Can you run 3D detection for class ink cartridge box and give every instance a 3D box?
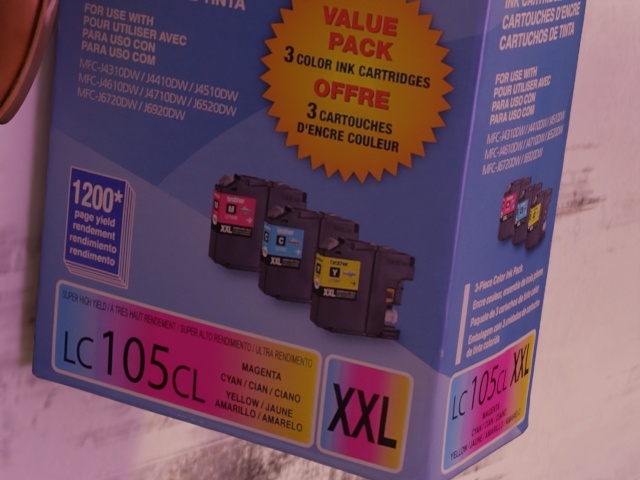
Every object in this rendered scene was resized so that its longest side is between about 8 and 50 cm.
[{"bbox_3d":[-0.005,-0.091,1.004,0.151,0.270,0.395,-19,119,-61],"label":"ink cartridge box"}]

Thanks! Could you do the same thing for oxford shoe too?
[{"bbox_3d":[-0.171,-0.165,0.917,0.076,0.076,0.212,1,106,-29],"label":"oxford shoe"}]
